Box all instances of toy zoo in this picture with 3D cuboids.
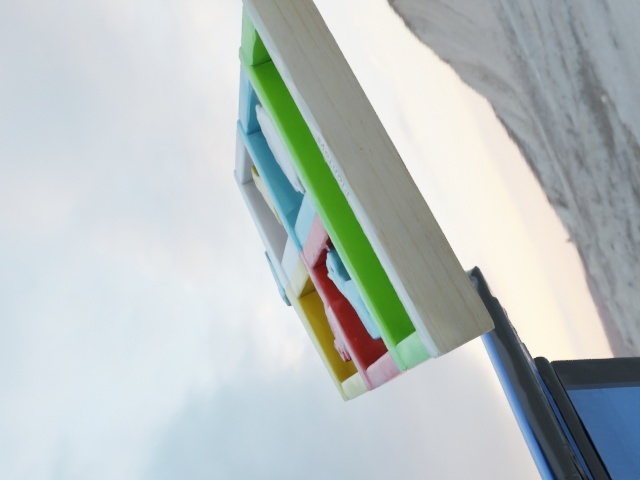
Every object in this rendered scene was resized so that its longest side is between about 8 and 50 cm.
[{"bbox_3d":[0.000,0.000,0.466,0.192,0.030,0.293,63,166,12],"label":"toy zoo"}]

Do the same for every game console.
[{"bbox_3d":[0.266,0.151,0.622,0.250,0.173,0.293,56,-168,-31],"label":"game console"}]
